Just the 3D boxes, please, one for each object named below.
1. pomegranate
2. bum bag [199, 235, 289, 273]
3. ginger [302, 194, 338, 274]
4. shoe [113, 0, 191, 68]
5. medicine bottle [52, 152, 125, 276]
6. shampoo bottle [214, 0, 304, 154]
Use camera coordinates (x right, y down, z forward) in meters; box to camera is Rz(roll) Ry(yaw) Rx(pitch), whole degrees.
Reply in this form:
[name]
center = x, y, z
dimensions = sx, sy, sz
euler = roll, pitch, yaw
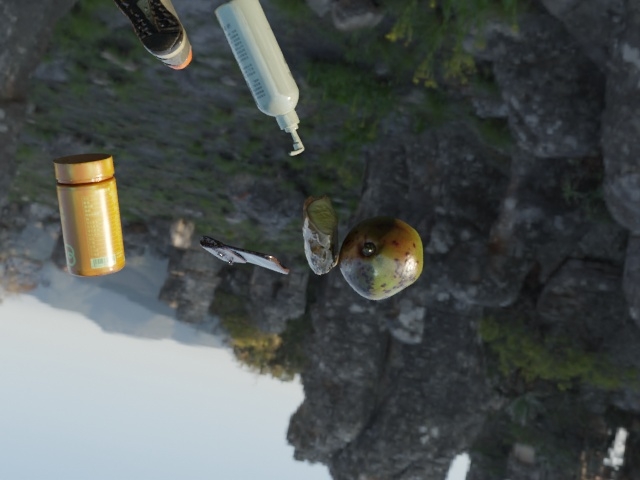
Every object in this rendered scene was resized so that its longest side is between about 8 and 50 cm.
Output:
[pomegranate]
center = 0.119, 0.033, 1.525
dimensions = 0.159, 0.159, 0.205
euler = 8, 180, 18
[bum bag]
center = -0.145, 0.033, 1.538
dimensions = 0.159, 0.026, 0.109
euler = 15, 167, 25
[ginger]
center = 0.000, 0.004, 1.572
dimensions = 0.074, 0.137, 0.213
euler = 2, 151, -3
[shoe]
center = -0.242, -0.325, 1.162
dimensions = 0.074, 0.194, 0.077
euler = -30, 156, 2
[medicine bottle]
center = -0.382, -0.043, 1.335
dimensions = 0.096, 0.191, 0.096
euler = -3, -163, 1
[shampoo bottle]
center = -0.063, -0.196, 0.969
dimensions = 0.056, 0.195, 0.056
euler = -24, -171, 4
